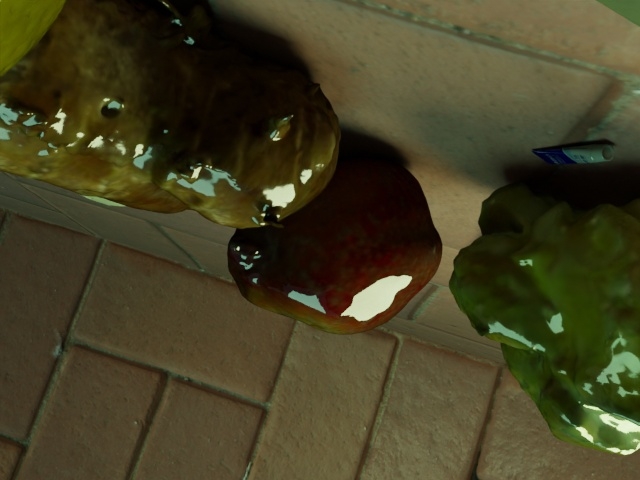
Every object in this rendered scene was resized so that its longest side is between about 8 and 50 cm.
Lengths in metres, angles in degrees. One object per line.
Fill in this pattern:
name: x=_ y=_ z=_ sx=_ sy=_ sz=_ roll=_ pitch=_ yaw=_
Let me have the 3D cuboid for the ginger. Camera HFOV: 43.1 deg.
ginger: x=-0.144 y=-0.115 z=0.656 sx=0.254 sy=0.176 sz=0.418 roll=0 pitch=163 yaw=40

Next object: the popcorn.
popcorn: x=0.259 y=0.067 z=0.776 sx=0.277 sy=0.276 sz=0.226 roll=9 pitch=-159 yaw=39

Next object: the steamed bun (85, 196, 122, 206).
steamed bun: x=-0.314 y=-0.106 z=1.192 sx=0.113 sy=0.090 sz=0.130 roll=6 pitch=165 yaw=42

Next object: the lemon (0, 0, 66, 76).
lemon: x=-0.219 y=-0.163 z=0.328 sx=0.268 sy=0.267 sz=0.267 roll=17 pitch=170 yaw=3

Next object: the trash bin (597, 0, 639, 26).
trash bin: x=0.217 y=-0.113 z=0.218 sx=0.243 sy=0.121 sz=0.247 roll=22 pitch=172 yaw=-20

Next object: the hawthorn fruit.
hawthorn fruit: x=0.000 y=0.000 z=0.873 sx=0.248 sy=0.207 sz=0.208 roll=1 pitch=-178 yaw=-38

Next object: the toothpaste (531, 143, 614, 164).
toothpaste: x=0.217 y=-0.073 z=0.695 sx=0.024 sy=0.015 sz=0.083 roll=32 pitch=170 yaw=-24
